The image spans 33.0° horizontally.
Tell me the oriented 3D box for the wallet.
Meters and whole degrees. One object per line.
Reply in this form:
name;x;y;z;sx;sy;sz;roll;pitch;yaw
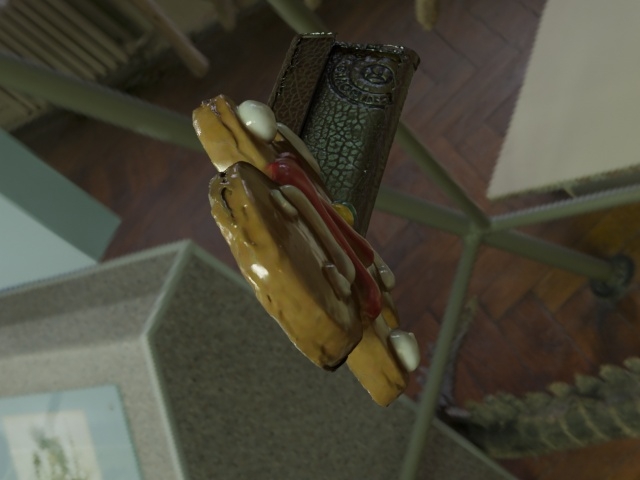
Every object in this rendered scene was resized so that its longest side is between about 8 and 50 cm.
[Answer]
wallet;0.004;-0.103;1.007;0.133;0.039;0.243;9;52;13

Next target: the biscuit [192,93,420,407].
biscuit;0.000;0.000;0.679;0.047;0.216;0.340;-35;-3;6
